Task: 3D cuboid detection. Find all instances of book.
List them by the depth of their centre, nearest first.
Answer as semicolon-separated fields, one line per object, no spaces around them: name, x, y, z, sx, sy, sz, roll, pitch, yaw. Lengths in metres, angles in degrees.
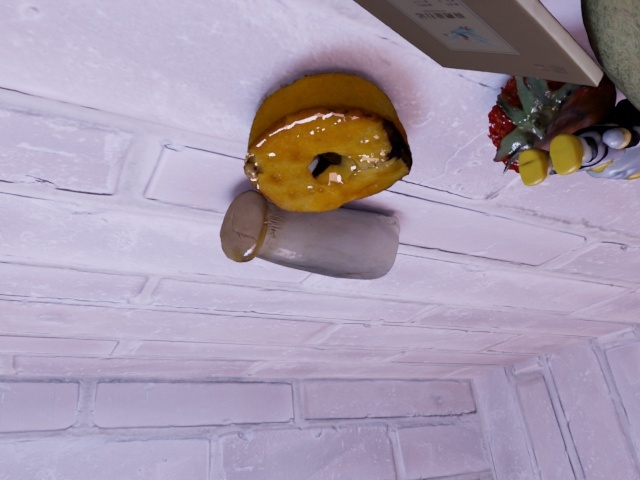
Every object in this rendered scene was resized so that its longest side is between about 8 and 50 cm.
book;0.106;-0.232;0.475;0.310;0.217;0.021;17;101;-39

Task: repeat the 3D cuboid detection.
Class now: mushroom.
mushroom;0.008;-0.001;0.948;0.407;0.137;0.154;10;162;-42

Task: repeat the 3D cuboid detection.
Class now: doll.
doll;0.394;-0.130;0.644;0.316;0.103;0.145;-15;152;-27

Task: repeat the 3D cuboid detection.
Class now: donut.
donut;0.009;-0.126;0.717;0.254;0.118;0.253;-5;150;-3

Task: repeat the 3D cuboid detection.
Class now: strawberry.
strawberry;0.336;-0.190;0.701;0.228;0.098;0.174;-17;145;-29

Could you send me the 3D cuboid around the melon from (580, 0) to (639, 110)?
melon;0.391;-0.227;0.461;0.329;0.248;0.248;16;145;-33
